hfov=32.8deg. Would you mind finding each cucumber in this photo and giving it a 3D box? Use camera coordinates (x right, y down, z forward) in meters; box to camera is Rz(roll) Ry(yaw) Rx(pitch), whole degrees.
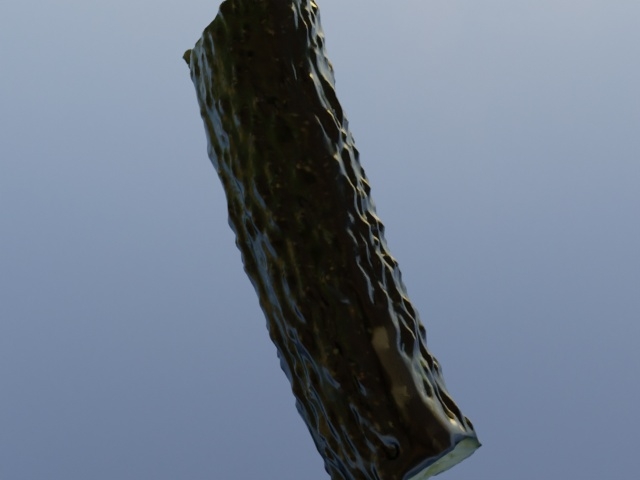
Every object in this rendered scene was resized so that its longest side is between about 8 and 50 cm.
[{"bbox_3d":[0.000,0.000,0.381,0.058,0.058,0.187,-18,-107,-4],"label":"cucumber"}]
